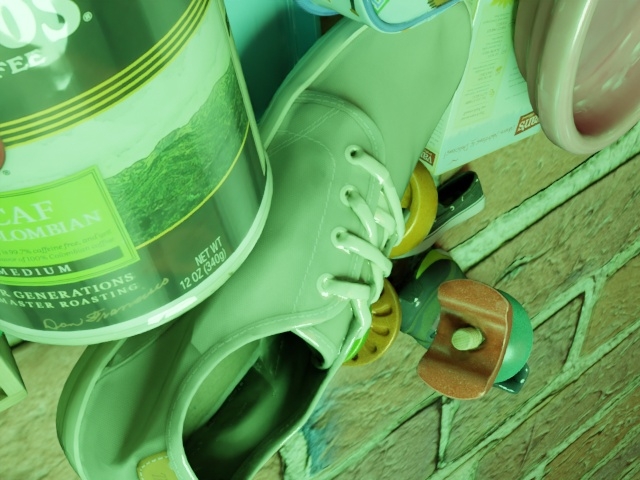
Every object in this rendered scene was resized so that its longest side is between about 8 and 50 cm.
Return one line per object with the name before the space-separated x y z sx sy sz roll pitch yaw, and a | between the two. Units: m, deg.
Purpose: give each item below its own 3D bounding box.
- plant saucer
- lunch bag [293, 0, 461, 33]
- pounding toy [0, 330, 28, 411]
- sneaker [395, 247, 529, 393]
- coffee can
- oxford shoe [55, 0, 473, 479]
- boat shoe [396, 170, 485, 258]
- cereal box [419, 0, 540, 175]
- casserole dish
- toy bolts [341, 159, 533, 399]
plant saucer | 0.280 -0.240 0.845 0.332 0.084 0.332 -38 148 -29
lunch bag | 0.085 -0.296 0.602 0.303 0.115 0.243 -38 127 -19
pounding toy | -0.257 0.062 0.610 0.141 0.100 0.130 -28 141 -12
sneaker | 0.171 0.102 1.094 0.111 0.121 0.300 -53 146 4
coffee can | -0.145 -0.106 0.462 0.201 0.201 0.275 -37 144 -18
oxford shoe | 0.000 0.000 0.666 0.449 0.130 0.169 -54 141 -18
boat shoe | 0.114 -0.029 0.979 0.142 0.049 0.040 -31 123 -28
cereal box | 0.173 -0.191 0.879 0.173 0.047 0.240 -23 138 -38
casserole dish | -0.053 -0.138 0.684 0.114 0.037 0.188 -33 142 -22
toy bolts | 0.101 0.041 0.888 0.158 0.228 0.218 7 104 -64
